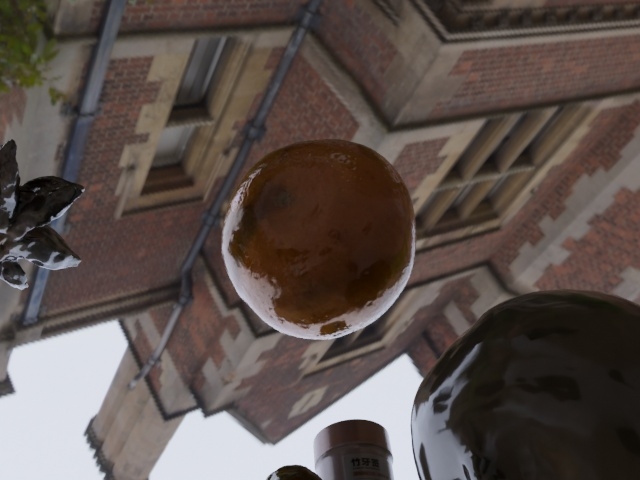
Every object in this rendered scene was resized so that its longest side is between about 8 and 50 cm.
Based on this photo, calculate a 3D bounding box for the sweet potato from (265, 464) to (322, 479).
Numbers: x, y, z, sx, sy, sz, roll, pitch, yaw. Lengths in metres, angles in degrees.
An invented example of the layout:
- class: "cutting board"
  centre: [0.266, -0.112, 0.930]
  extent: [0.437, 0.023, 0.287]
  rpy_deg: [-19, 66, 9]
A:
- class: "sweet potato"
  centre: [0.014, 0.339, 0.833]
  extent: [0.075, 0.075, 0.273]
  rpy_deg: [-5, -129, -31]

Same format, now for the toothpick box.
- class: "toothpick box"
  centre: [0.045, 0.304, 1.028]
  extent: [0.098, 0.098, 0.149]
  rpy_deg: [13, -138, -19]

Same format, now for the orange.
- class: "orange"
  centre: [0.000, 0.000, 0.984]
  extent: [0.240, 0.171, 0.240]
  rpy_deg: [-9, -121, 15]

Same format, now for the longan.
- class: "longan"
  centre: [0.228, 0.188, 0.775]
  extent: [0.297, 0.297, 0.297]
  rpy_deg: [15, -132, -17]

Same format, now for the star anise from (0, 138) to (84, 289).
- class: "star anise"
  centre: [-0.382, -0.012, 1.003]
  extent: [0.229, 0.236, 0.093]
  rpy_deg: [20, -160, -38]
